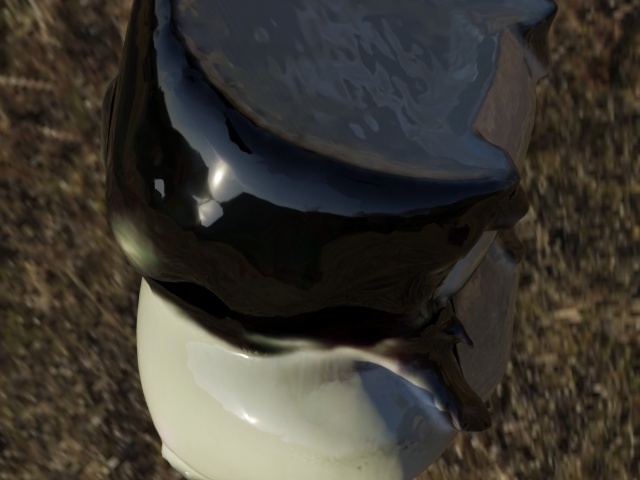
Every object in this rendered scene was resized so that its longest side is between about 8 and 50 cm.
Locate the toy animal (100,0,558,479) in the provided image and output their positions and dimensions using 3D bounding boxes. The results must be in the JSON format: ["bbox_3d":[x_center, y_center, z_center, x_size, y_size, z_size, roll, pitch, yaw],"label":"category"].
[{"bbox_3d":[0.000,0.000,1.013,0.251,0.310,0.251,6,45,-6],"label":"toy animal"}]
